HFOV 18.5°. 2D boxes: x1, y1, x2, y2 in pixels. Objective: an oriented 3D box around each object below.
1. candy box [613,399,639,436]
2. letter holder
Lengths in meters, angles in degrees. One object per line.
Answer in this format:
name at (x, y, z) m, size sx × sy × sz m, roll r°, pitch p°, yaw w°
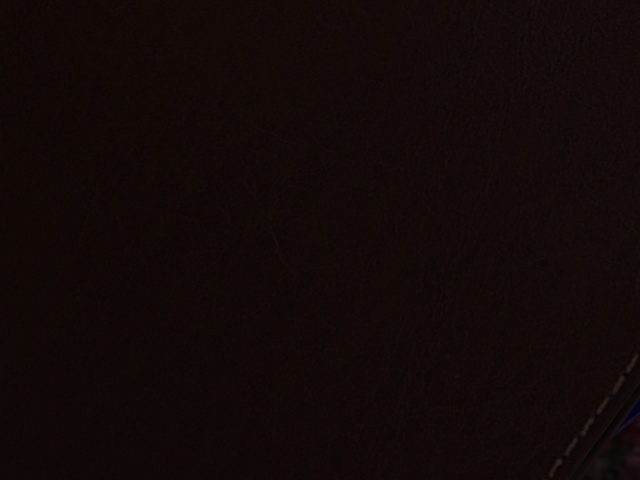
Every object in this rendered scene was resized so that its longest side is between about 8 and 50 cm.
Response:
candy box at (0.009, 0.081, 0.915) m, size 0.317 × 0.268 × 0.122 m, roll -33°, pitch 96°, yaw -31°
letter holder at (0.000, 0.000, 0.571) m, size 0.302 × 0.214 × 0.152 m, roll -54°, pitch 164°, yaw -10°
